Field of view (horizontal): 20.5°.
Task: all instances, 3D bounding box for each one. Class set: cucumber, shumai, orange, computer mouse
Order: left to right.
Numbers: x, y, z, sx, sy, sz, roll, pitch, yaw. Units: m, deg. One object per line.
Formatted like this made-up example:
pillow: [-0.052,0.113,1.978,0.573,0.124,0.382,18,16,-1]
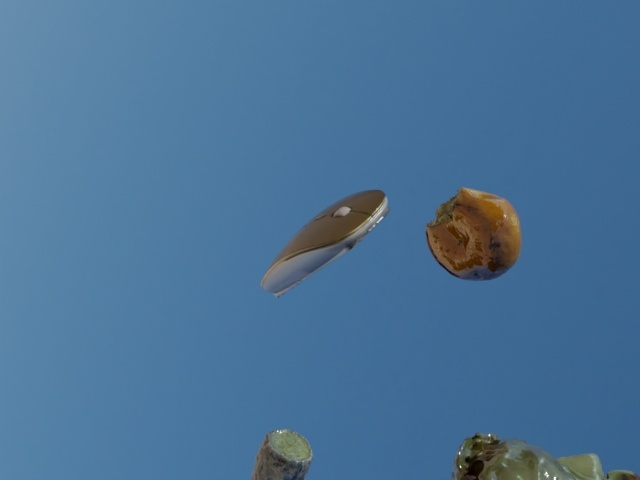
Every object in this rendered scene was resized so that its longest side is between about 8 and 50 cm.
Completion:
cucumber: [-0.049,0.271,2.020,0.064,0.064,0.112,-101,-156,-53]
computer mouse: [0.000,0.000,2.287,0.126,0.056,0.245,-46,-172,-32]
orange: [0.133,-0.005,1.470,0.086,0.062,0.086,23,-56,39]
shumai: [0.195,0.278,1.469,0.256,0.218,0.189,97,-7,-56]
